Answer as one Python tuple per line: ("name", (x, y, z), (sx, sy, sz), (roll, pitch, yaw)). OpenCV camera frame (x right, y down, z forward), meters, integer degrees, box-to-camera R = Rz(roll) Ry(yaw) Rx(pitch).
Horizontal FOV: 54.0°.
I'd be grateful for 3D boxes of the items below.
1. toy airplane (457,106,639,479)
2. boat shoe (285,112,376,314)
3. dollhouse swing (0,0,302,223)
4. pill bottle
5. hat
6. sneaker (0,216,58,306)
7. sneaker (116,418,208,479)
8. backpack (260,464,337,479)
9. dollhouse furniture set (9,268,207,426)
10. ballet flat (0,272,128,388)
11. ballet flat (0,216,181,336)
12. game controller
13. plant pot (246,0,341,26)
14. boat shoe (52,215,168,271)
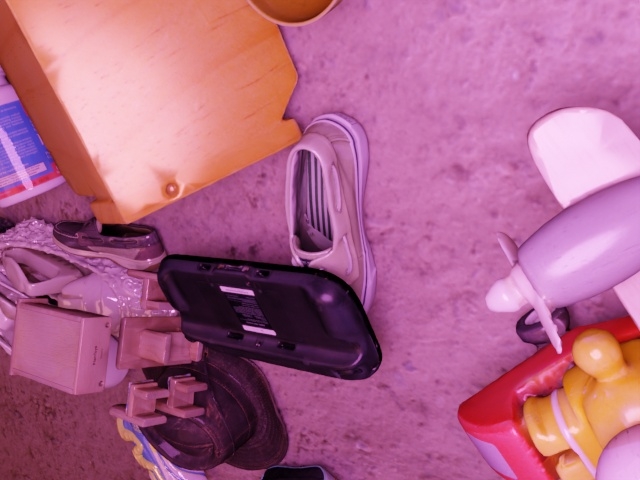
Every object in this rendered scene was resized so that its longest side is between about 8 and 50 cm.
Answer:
("toy airplane", (0.301, 0.122, 0.474), (0.386, 0.272, 0.384), (22, 127, 25))
("boat shoe", (0.000, 0.000, 0.750), (0.109, 0.094, 0.302), (15, 125, 30))
("dollhouse swing", (-0.245, -0.234, 0.783), (0.347, 0.315, 0.305), (66, 170, -17))
("pill bottle", (-0.508, -0.175, 1.008), (0.124, 0.124, 0.221), (-7, 112, 40))
("hat", (-0.222, 0.303, 1.077), (0.331, 0.134, 0.331), (19, 127, 27))
("sneaker", (-0.626, 0.081, 1.269), (0.135, 0.097, 0.276), (-6, 113, 37))
("sneaker", (-0.308, 0.398, 1.228), (0.240, 0.091, 0.126), (36, 131, 16))
("backpack", (-0.031, 0.450, 1.000), (0.144, 0.166, 0.188), (43, 137, -9))
("dollhouse furniture set", (-0.292, 0.147, 0.919), (0.161, 0.242, 0.212), (5, 88, 36))
("ballet flat", (-0.536, 0.163, 1.149), (0.400, 0.139, 0.139), (38, 136, -13))
("ballet flat", (-0.428, 0.082, 1.088), (0.409, 0.147, 0.147), (22, 127, 26))
("game controller", (-0.075, 0.093, 0.799), (0.319, 0.067, 0.166), (4, 123, 35))
("plant pot", (-0.007, -0.278, 0.586), (0.134, 0.095, 0.134), (18, 126, 27))
("boat shoe", (-0.344, -0.011, 1.021), (0.223, 0.080, 0.073), (14, 118, 24))
